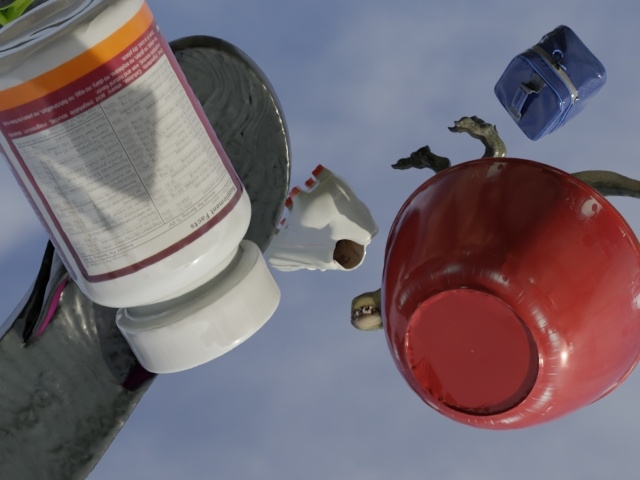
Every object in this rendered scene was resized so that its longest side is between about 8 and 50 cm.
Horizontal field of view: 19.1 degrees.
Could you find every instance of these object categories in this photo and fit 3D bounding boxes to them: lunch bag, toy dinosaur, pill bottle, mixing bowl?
[{"bbox_3d":[0.193,-0.132,1.619,0.065,0.098,0.067,-36,-101,-21],"label":"lunch bag"},{"bbox_3d":[0.116,-0.027,1.412,0.268,0.118,0.064,-32,175,36],"label":"toy dinosaur"},{"bbox_3d":[-0.116,-0.037,1.158,0.121,0.221,0.121,-24,-159,10],"label":"pill bottle"},{"bbox_3d":[0.109,0.049,1.182,0.181,0.181,0.098,3,-156,22],"label":"mixing bowl"}]

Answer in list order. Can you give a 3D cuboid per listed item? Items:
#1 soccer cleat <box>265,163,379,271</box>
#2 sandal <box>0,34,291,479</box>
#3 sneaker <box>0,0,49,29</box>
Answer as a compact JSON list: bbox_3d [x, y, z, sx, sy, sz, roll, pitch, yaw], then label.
[{"bbox_3d":[0.000,0.000,1.551,0.068,0.196,0.076,-43,-95,-16],"label":"soccer cleat"},{"bbox_3d":[-0.155,0.051,1.455,0.167,0.446,0.107,24,-155,-14],"label":"sandal"},{"bbox_3d":[-0.335,-0.195,1.511,0.295,0.109,0.123,-28,-124,-7],"label":"sneaker"}]
